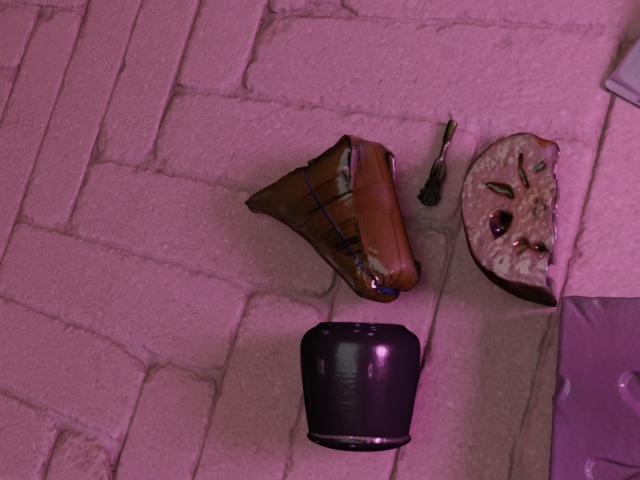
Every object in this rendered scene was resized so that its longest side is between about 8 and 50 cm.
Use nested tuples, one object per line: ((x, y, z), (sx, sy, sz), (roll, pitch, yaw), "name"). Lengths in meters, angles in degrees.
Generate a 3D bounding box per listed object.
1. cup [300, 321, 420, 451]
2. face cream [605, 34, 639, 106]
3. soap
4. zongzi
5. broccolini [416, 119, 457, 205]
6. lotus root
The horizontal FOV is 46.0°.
((0.045, 0.205, 1.077), (0.223, 0.169, 0.176), (163, 108, -63), "cup")
((0.491, -0.276, 1.003), (0.114, 0.070, 0.224), (42, 111, 32), "face cream")
((0.413, 0.213, 0.862), (0.286, 0.107, 0.296), (-4, 73, 39), "soap")
((0.000, 0.000, 1.178), (0.289, 0.123, 0.260), (-26, 67, 33), "zongzi")
((0.180, -0.118, 1.156), (0.035, 0.030, 0.139), (-8, 62, 66), "broccolini")
((0.264, -0.029, 1.022), (0.138, 0.119, 0.234), (-8, 75, 29), "lotus root")
